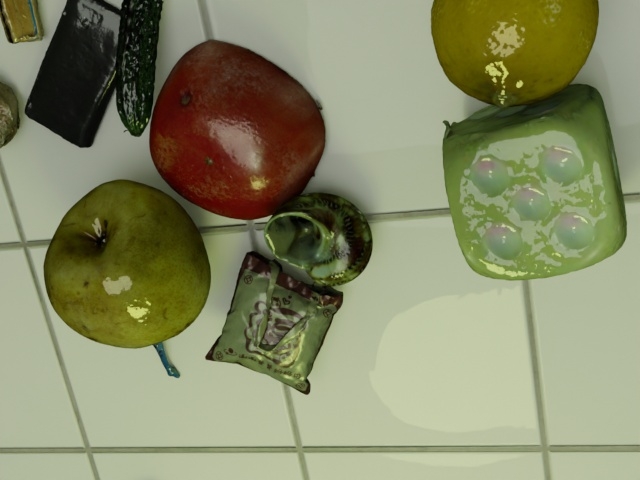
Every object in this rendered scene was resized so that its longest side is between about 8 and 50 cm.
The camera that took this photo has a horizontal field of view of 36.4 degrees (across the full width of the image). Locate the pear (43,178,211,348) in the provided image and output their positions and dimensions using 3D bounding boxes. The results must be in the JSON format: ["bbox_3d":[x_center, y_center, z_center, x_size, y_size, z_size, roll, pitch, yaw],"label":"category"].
[{"bbox_3d":[-0.338,0.053,1.779,0.304,0.304,0.303,6,114,14],"label":"pear"}]

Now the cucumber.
[{"bbox_3d":[-0.321,-0.315,1.695,0.077,0.077,0.265,7,93,13],"label":"cucumber"}]

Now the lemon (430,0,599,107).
[{"bbox_3d":[0.287,-0.340,1.442,0.245,0.319,0.245,9,159,3],"label":"lemon"}]

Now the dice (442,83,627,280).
[{"bbox_3d":[0.340,-0.098,1.539,0.250,0.252,0.254,-10,108,19],"label":"dice"}]

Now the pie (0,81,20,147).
[{"bbox_3d":[-0.662,-0.241,1.862,0.194,0.079,0.163,-3,104,17],"label":"pie"}]

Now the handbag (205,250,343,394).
[{"bbox_3d":[-0.083,0.162,1.847,0.213,0.127,0.235,23,105,4],"label":"handbag"}]

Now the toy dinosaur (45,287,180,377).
[{"bbox_3d":[-0.384,0.150,1.955,0.329,0.076,0.144,37,125,-13],"label":"toy dinosaur"}]

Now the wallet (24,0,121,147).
[{"bbox_3d":[-0.442,-0.313,1.793,0.146,0.030,0.285,29,116,-4],"label":"wallet"}]

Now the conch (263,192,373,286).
[{"bbox_3d":[0.000,-0.001,1.746,0.188,0.124,0.181,-3,118,7],"label":"conch"}]

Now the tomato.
[{"bbox_3d":[-0.168,-0.169,1.717,0.339,0.143,0.338,7,114,16],"label":"tomato"}]

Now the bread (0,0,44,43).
[{"bbox_3d":[-0.546,-0.414,1.768,0.072,0.053,0.105,-8,115,-6],"label":"bread"}]
